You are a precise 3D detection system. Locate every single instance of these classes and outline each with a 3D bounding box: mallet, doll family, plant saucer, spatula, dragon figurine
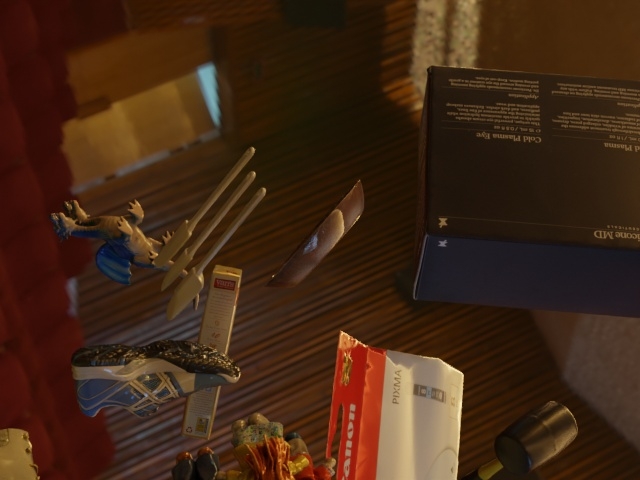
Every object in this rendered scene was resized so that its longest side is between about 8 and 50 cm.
[{"bbox_3d":[0.130,0.188,0.993,0.039,0.062,0.190,55,-42,12],"label":"mallet"},{"bbox_3d":[-0.112,0.297,1.492,0.163,0.263,0.118,-124,-171,-63],"label":"doll family"},{"bbox_3d":[0.000,0.000,1.710,0.036,0.198,0.198,42,-18,-1],"label":"plant saucer"},{"bbox_3d":[-0.158,-0.012,1.778,0.019,0.242,0.168,33,19,-27],"label":"spatula"},{"bbox_3d":[-0.337,0.019,2.174,0.289,0.085,0.144,43,-43,-23],"label":"dragon figurine"}]

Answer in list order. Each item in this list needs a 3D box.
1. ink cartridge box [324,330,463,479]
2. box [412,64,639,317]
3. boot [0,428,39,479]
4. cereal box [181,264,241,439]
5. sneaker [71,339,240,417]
[{"bbox_3d":[0.108,0.307,1.736,0.385,0.091,0.308,36,57,-66],"label":"ink cartridge box"},{"bbox_3d":[0.313,-0.073,1.813,0.179,0.343,0.312,93,2,-55],"label":"box"},{"bbox_3d":[-0.355,0.313,1.550,0.165,0.213,0.077,-111,-146,-53],"label":"boot"},{"bbox_3d":[-0.159,0.159,1.824,0.173,0.047,0.240,-141,-117,-86],"label":"cereal box"},{"bbox_3d":[-0.204,0.172,1.538,0.080,0.211,0.081,-140,-128,-69],"label":"sneaker"}]
